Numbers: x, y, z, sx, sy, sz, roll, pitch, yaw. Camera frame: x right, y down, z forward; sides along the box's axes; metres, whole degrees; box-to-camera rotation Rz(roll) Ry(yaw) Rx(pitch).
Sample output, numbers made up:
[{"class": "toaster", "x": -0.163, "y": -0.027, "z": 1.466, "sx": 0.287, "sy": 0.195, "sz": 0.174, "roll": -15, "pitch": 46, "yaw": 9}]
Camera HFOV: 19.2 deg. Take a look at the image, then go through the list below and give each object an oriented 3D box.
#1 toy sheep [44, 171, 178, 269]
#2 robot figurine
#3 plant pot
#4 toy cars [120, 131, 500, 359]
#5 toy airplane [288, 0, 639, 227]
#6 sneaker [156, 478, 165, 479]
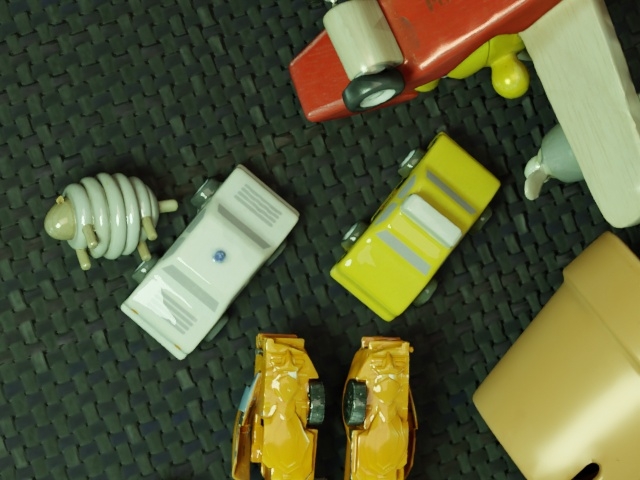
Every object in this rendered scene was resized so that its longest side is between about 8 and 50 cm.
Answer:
[{"class": "toy sheep", "x": -0.196, "y": -0.022, "z": 1.775, "sx": 0.132, "sy": 0.091, "sz": 0.091, "roll": -5, "pitch": 86, "yaw": -27}, {"class": "robot figurine", "x": 0.005, "y": 0.235, "z": 1.781, "sx": 0.211, "sy": 0.085, "sz": 0.291, "roll": 3, "pitch": 94, "yaw": -13}, {"class": "plant pot", "x": 0.282, "y": 0.166, "z": 1.776, "sx": 0.203, "sy": 0.291, "sz": 0.291, "roll": -39, "pitch": 94, "yaw": 4}, {"class": "toy cars", "x": 0.000, "y": 0.000, "z": 1.813, "sx": 0.393, "sy": 0.087, "sz": 0.176, "roll": -10, "pitch": 87, "yaw": -13}, {"class": "toy airplane", "x": 0.195, "y": -0.244, "z": 1.782, "sx": 0.384, "sy": 0.272, "sz": 0.386, "roll": 20, "pitch": 93, "yaw": 21}, {"class": "sneaker", "x": -0.237, "y": 0.303, "z": 1.727, "sx": 0.125, "sy": 0.104, "sz": 0.262, "roll": 45, "pitch": 78, "yaw": -3}]
